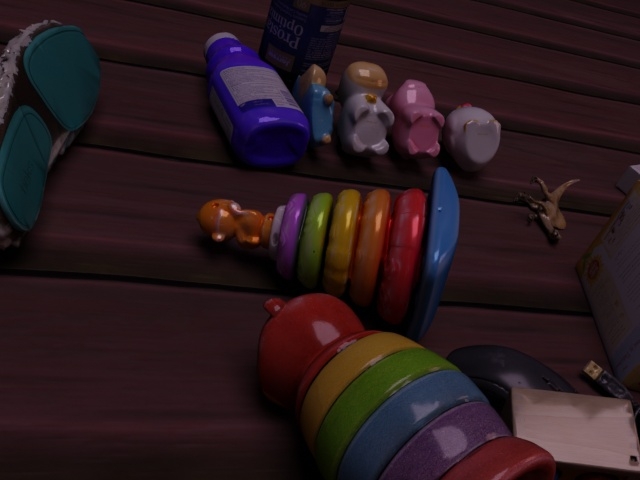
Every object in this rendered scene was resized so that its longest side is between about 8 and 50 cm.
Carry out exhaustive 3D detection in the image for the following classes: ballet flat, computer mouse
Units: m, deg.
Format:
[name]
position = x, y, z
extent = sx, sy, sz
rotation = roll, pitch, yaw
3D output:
[ballet flat]
position = -0.376, -0.142, 0.802
extent = 0.147, 0.147, 0.409
rotation = 12, 38, -12
[computer mouse]
position = 0.283, 0.173, 0.778
extent = 0.262, 0.060, 0.184
rotation = 34, 40, 16

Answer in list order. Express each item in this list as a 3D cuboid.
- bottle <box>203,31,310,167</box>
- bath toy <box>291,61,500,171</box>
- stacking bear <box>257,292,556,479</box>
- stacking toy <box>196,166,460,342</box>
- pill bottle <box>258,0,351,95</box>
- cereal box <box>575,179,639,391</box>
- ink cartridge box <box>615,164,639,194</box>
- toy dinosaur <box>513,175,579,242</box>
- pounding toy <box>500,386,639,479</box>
[bottle]
position = -0.114, -0.227, 1.050
extent = 0.118, 0.092, 0.283
rotation = -4, 44, -28
[bath toy]
position = 0.131, -0.201, 1.114
extent = 0.348, 0.151, 0.129
rotation = 7, 10, -22
[stacking bear]
position = 0.045, 0.155, 0.610
extent = 0.289, 0.164, 0.175
rotation = 40, 7, 40
[stacking toy]
position = 0.000, 0.000, 0.803
extent = 0.302, 0.166, 0.175
rotation = 9, 49, 3
[pill bottle]
position = -0.033, -0.334, 1.114
extent = 0.123, 0.219, 0.123
rotation = 13, 38, -10
[cereal box]
position = 0.428, 0.055, 0.899
extent = 0.047, 0.173, 0.240
rotation = 16, 38, -9
[ink cartridge box]
position = 0.643, -0.103, 1.292
extent = 0.122, 0.052, 0.088
rotation = -11, 48, -33
[toy dinosaur]
position = 0.376, -0.060, 1.129
extent = 0.092, 0.053, 0.183
rotation = 37, 45, -5
[pounding toy]
position = 0.236, 0.225, 0.645
extent = 0.130, 0.141, 0.100
rotation = 5, 48, 6
